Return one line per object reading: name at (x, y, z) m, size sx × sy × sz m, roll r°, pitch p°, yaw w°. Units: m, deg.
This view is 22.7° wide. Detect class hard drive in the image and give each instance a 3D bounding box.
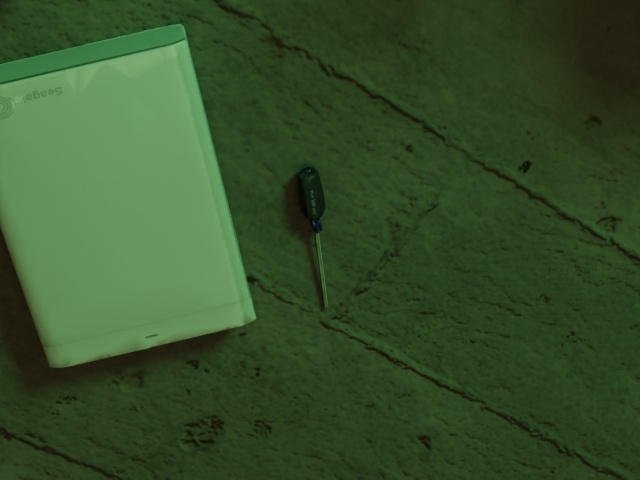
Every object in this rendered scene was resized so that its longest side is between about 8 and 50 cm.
hard drive at (-0.187, -0.032, 1.441) m, size 0.203 × 0.040 × 0.307 m, roll -13°, pitch 126°, yaw -2°

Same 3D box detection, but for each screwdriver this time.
screwdriver at (0.000, 0.000, 1.513) m, size 0.025 × 0.024 × 0.170 m, roll -34°, pitch 135°, yaw -23°
